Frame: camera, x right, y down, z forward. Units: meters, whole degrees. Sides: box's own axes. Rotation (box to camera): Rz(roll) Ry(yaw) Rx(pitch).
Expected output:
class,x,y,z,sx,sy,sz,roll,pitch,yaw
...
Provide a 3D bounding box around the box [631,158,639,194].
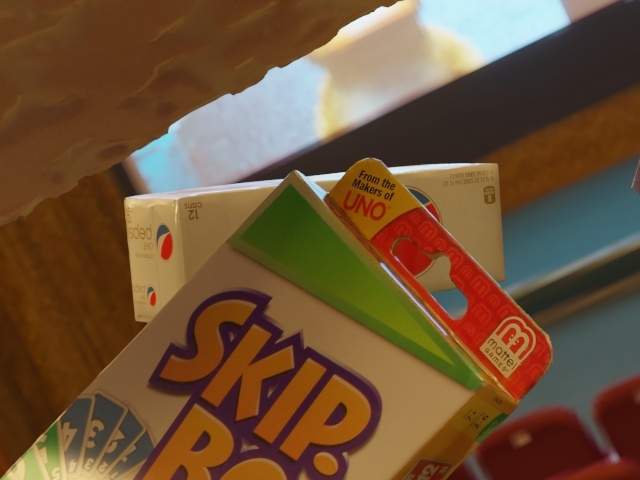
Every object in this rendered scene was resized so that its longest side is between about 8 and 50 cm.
class,x,y,z,sx,sy,sz,roll,pitch,yaw
box,0.203,-0.069,0.977,0.136,0.028,0.081,-36,-24,-20

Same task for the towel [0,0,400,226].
class,x,y,z,sx,sy,sz,roll,pitch,yaw
towel,-0.138,-0.103,0.629,0.332,0.053,0.317,-29,-29,9

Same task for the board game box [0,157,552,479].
class,x,y,z,sx,sy,sz,roll,pitch,yaw
board game box,-0.043,0.091,0.719,0.259,0.124,0.039,-45,-35,5

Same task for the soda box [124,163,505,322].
class,x,y,z,sx,sy,sz,roll,pitch,yaw
soda box,0.000,0.000,1.129,0.216,0.073,0.069,-7,5,-31
